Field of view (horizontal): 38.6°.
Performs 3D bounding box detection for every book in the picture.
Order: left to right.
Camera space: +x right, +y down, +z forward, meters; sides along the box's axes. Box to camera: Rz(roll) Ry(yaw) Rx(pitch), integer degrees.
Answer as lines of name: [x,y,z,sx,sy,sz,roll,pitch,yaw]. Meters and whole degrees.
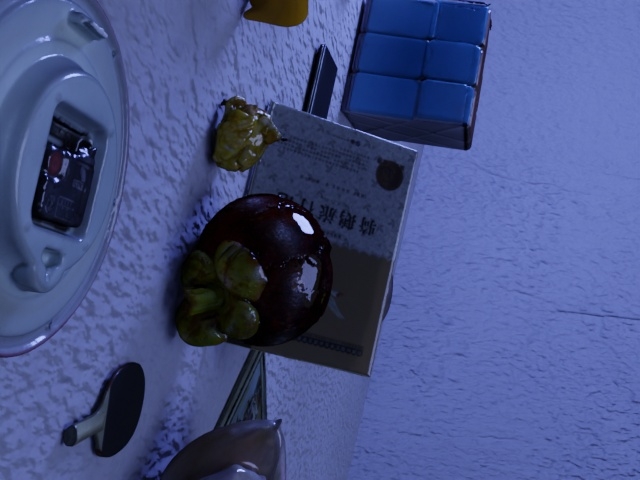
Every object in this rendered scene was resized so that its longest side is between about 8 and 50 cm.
book: [0.000,0.000,1.163,0.021,0.217,0.310,-10,-115,66]

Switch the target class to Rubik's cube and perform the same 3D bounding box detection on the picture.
Rubik's cube: [0.184,-0.307,1.684,0.221,0.231,0.224,29,71,-79]

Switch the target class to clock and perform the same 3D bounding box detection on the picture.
clock: [-0.180,-0.046,0.576,0.244,0.056,0.244,12,90,-79]

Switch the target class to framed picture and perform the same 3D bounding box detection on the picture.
framed picture: [-0.122,0.300,1.299,0.274,0.017,0.217,-67,163,-46]

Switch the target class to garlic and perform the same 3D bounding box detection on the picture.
garlic: [-0.132,0.342,0.996,0.279,0.132,0.325,-56,158,-64]

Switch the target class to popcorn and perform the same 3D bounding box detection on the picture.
popcorn: [-0.073,-0.110,0.983,0.084,0.084,0.084,11,90,-79]

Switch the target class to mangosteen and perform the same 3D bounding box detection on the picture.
mangosteen: [-0.072,0.039,0.972,0.180,0.166,0.166,-30,135,-42]

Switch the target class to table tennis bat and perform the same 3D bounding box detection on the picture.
table tennis bat: [-0.191,0.158,0.827,0.156,0.013,0.086,-6,108,-79]

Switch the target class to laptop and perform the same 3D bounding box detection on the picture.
laptop: [-0.006,-0.196,1.393,0.129,0.016,0.180,38,63,-78]

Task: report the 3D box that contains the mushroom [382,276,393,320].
mushroom: [-0.007,0.060,1.283,0.204,0.204,0.204,11,90,-79]

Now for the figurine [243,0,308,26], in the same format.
figurine: [-0.002,-0.361,0.867,0.215,0.187,0.343,-57,167,-24]
